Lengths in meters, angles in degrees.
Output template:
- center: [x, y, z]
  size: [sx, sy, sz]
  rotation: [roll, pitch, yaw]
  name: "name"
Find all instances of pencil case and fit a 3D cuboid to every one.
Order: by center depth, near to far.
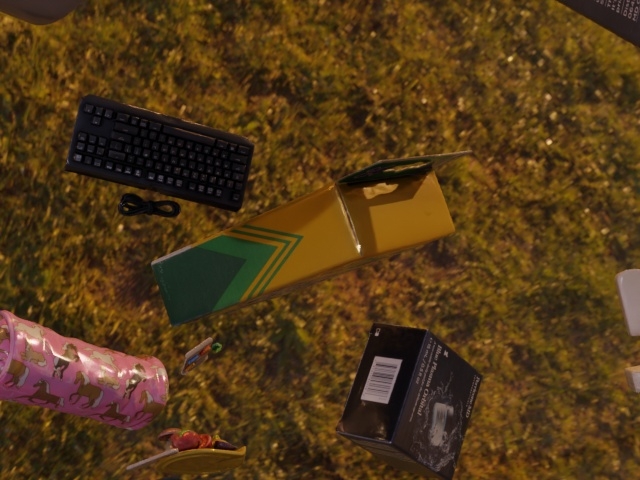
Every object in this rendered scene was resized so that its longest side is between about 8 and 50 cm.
- center: [-0.461, 0.247, 1.727]
  size: [0.386, 0.160, 0.167]
  rotation: [27, 33, -45]
  name: "pencil case"

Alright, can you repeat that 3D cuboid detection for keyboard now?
- center: [-0.160, -0.072, 0.935]
  size: [0.180, 0.023, 0.108]
  rotation: [14, 90, -21]
  name: "keyboard"

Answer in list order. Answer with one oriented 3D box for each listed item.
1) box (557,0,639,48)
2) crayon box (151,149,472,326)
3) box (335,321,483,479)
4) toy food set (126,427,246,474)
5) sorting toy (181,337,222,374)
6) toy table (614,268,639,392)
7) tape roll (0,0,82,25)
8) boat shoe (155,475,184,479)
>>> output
- center: [0.377, -0.301, 0.846]
  size: [0.294, 0.211, 0.395]
  rotation: [2, 24, -10]
  name: "box"
- center: [0.000, 0.000, 1.027]
  size: [0.203, 0.323, 0.083]
  rotation: [-12, 82, -54]
  name: "crayon box"
- center: [0.120, 0.211, 1.226]
  size: [0.158, 0.093, 0.156]
  rotation: [40, 63, -43]
  name: "box"
- center: [-0.232, 0.373, 1.701]
  size: [0.218, 0.128, 0.071]
  rotation: [20, 50, -46]
  name: "toy food set"
- center: [-0.191, 0.185, 1.539]
  size: [0.012, 0.062, 0.083]
  rotation: [43, 53, 19]
  name: "sorting toy"
- center: [0.425, 0.138, 1.010]
  size: [0.161, 0.252, 0.274]
  rotation: [-12, 72, 9]
  name: "toy table"
- center: [-0.280, -0.329, 0.926]
  size: [0.072, 0.219, 0.219]
  rotation: [15, 61, -46]
  name: "tape roll"
- center: [-0.097, 0.297, 0.838]
  size: [0.127, 0.340, 0.113]
  rotation: [9, 90, -20]
  name: "boat shoe"
